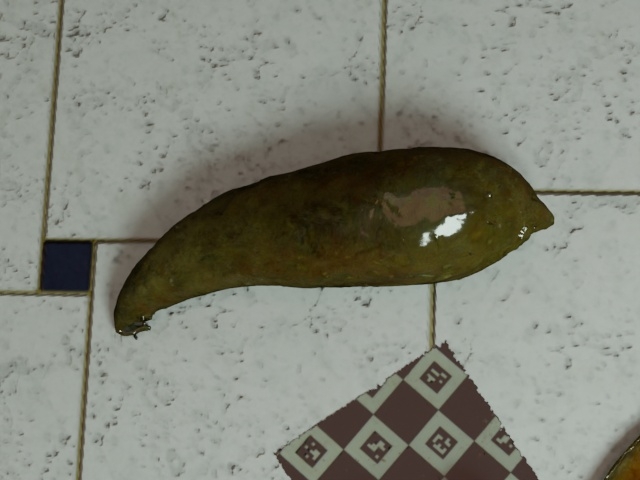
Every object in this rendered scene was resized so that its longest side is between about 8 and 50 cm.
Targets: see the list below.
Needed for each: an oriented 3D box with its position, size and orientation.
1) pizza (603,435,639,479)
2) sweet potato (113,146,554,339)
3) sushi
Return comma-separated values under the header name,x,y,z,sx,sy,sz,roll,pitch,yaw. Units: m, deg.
name,x,y,z,sx,sy,sz,roll,pitch,yaw
pizza,0.338,0.234,1.035,0.201,0.053,0.193,-33,51,4
sweet potato,-0.004,-0.004,1.109,0.422,0.130,0.131,-12,78,11
sushi,0.109,0.253,1.081,0.192,0.043,0.280,-34,78,0
